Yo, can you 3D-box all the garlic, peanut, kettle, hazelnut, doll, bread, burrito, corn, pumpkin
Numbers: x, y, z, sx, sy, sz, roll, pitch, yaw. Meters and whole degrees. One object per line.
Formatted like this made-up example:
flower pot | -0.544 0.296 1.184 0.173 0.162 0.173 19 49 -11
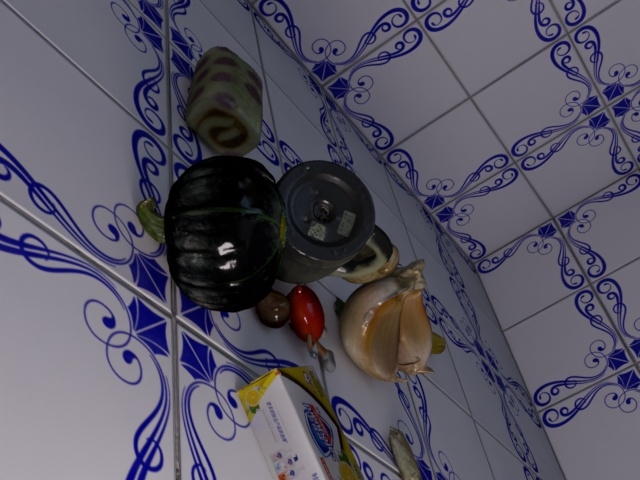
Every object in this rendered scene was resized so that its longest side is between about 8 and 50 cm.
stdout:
garlic | 0.180 0.218 2.012 0.286 0.249 0.313 -71 163 -61
peanut | 0.067 0.038 1.954 0.120 0.298 0.136 47 61 -45
kettle | 0.000 0.000 1.743 0.320 0.324 0.228 17 67 -13
hazelnut | -0.101 0.145 1.655 0.086 0.086 0.086 50 19 -24
doll | -0.027 0.187 1.769 0.217 0.085 0.183 65 8 -47
bread | -0.237 -0.360 1.996 0.187 0.155 0.338 44 22 -27
burrito | 0.206 0.532 1.865 0.058 0.045 0.188 42 20 -59
corn | 0.353 0.330 2.568 0.203 0.072 0.072 29 34 -55
pumpkin | -0.201 -0.010 1.432 0.296 0.295 0.296 50 19 -24

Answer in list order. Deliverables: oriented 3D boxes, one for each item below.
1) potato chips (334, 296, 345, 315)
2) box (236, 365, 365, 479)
potato chips | 0.104 0.238 2.115 0.207 0.028 0.092 49 30 -25
box | -0.030 0.367 1.420 0.168 0.097 0.265 20 42 -64
